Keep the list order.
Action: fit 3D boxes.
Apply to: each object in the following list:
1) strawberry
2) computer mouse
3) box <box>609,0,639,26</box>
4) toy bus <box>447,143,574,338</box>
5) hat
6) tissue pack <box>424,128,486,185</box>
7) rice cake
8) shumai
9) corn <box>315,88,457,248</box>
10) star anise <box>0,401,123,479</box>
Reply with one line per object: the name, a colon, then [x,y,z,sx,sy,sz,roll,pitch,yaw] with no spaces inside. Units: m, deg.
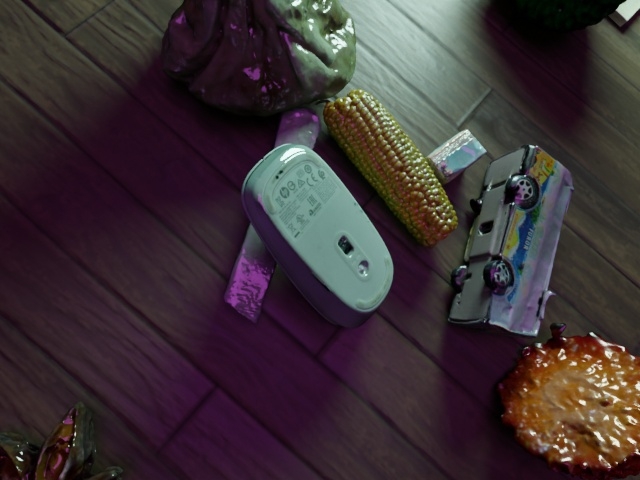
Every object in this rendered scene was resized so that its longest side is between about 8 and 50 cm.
strawberry: [0.402,0.267,0.648,0.234,0.234,0.178,-45,116,-16]
computer mouse: [-0.003,0.002,0.630,0.288,0.097,0.159,50,56,-17]
box: [0.670,-0.545,0.932,0.167,0.024,0.090,-44,87,-15]
toy bus: [0.316,0.008,0.709,0.138,0.112,0.316,25,75,-14]
hat: [0.512,-0.571,0.816,0.332,0.242,0.274,-38,99,-28]
tissue pack: [0.221,-0.137,0.738,0.094,0.074,0.058,-36,88,-13]
rice cake: [-0.073,-0.053,0.677,0.073,0.056,0.364,18,75,-12]
shumai: [-0.090,-0.365,0.622,0.304,0.263,0.309,23,67,10]
corn: [0.114,-0.131,0.705,0.101,0.101,0.310,-38,86,-15]
star anise: [-0.350,0.333,0.527,0.220,0.099,0.214,-33,71,-10]
